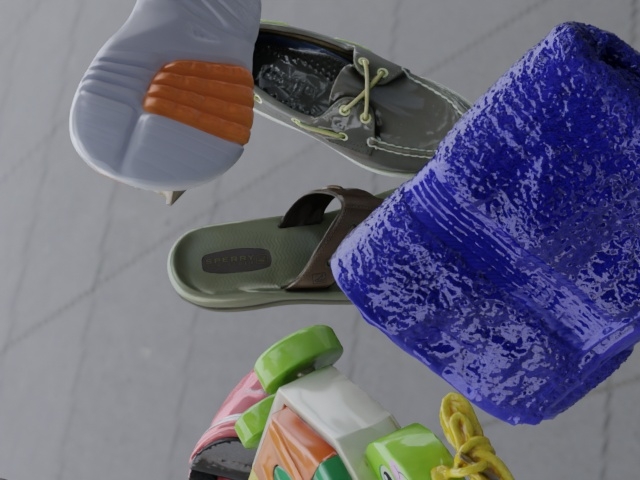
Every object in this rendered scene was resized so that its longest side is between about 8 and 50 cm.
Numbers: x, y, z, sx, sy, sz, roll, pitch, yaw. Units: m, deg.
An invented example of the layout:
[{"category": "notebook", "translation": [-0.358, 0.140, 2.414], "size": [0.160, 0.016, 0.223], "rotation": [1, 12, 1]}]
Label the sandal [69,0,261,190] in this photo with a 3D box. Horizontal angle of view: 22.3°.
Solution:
[{"category": "sandal", "translation": [-0.092, -0.092, 1.007], "size": [0.076, 0.102, 0.265], "rotation": [-58, 10, 34]}]

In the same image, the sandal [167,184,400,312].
[{"category": "sandal", "translation": [-0.001, 0.001, 1.585], "size": [0.086, 0.302, 0.120], "rotation": [83, 175, -55]}]

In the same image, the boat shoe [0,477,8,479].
[{"category": "boat shoe", "translation": [-0.297, 0.254, 1.358], "size": [0.130, 0.132, 0.355], "rotation": [-38, 21, -17]}]

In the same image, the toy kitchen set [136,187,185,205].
[{"category": "toy kitchen set", "translation": [-0.117, -0.088, 1.208], "size": [0.075, 0.068, 0.083], "rotation": [-50, -17, -43]}]

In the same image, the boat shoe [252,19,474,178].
[{"category": "boat shoe", "translation": [0.025, -0.144, 1.636], "size": [0.305, 0.091, 0.109], "rotation": [21, 82, 23]}]

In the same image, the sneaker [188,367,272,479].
[{"category": "sneaker", "translation": [-0.060, 0.237, 1.507], "size": [0.314, 0.116, 0.136], "rotation": [103, -175, -46]}]

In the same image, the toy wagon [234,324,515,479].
[{"category": "toy wagon", "translation": [0.036, 0.183, 0.979], "size": [0.267, 0.068, 0.344], "rotation": [60, 161, 18]}]

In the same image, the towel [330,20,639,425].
[{"category": "towel", "translation": [0.170, 0.004, 1.191], "size": [0.308, 0.227, 0.076], "rotation": [-48, 13, 39]}]
